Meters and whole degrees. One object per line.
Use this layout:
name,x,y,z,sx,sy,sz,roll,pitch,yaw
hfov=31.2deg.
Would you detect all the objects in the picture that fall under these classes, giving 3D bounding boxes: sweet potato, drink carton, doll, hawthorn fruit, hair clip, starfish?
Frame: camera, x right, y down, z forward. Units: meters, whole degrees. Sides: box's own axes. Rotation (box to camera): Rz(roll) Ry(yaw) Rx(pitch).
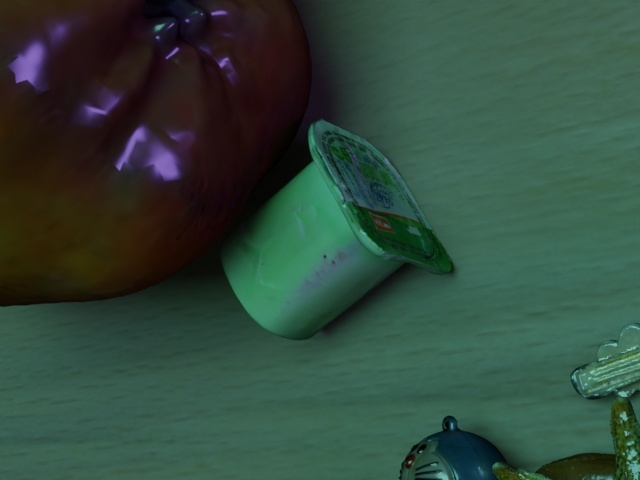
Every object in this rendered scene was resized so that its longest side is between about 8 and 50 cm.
sweet potato,0.242,0.176,0.839,0.195,0.056,0.056,-16,70,24
drink carton,0.000,0.000,0.974,0.142,0.146,0.144,-39,61,24
doll,0.106,0.212,0.887,0.114,0.085,0.152,-16,77,63
hawthorn fruit,-0.250,-0.162,0.978,0.472,0.472,0.471,-8,73,27
hair clip,0.289,0.069,0.846,0.214,0.056,0.062,-24,83,30
starfish,0.210,0.222,0.812,0.208,0.053,0.176,44,124,15
